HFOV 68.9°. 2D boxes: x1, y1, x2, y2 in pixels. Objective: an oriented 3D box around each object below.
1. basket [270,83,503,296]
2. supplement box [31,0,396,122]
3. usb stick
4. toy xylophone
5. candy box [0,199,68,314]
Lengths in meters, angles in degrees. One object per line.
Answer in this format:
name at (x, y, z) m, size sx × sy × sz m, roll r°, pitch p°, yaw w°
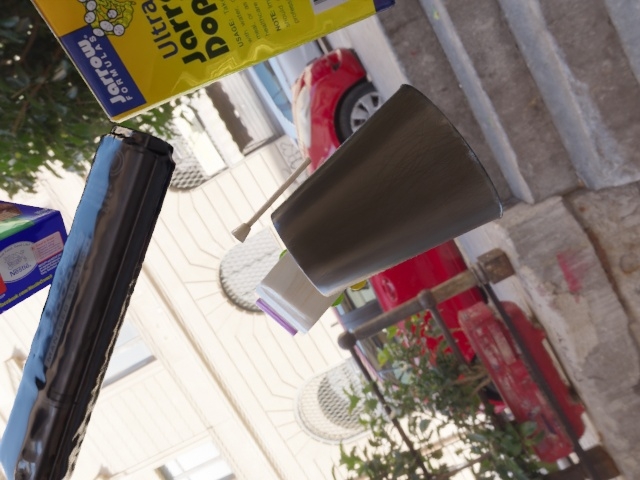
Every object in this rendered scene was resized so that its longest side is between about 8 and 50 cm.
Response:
basket at (0.066, -0.044, 0.576) m, size 0.204 × 0.227 × 0.154 m, roll 55°, pitch -176°, yaw 15°
supplement box at (-0.123, -0.320, 0.552) m, size 0.194 × 0.356 × 0.195 m, roll -105°, pitch -7°, yaw -54°
usb stick at (-0.178, 0.051, 0.352) m, size 0.077 × 0.278 × 0.045 m, roll 21°, pitch -177°, yaw 39°
toy xylophone at (0.000, 0.000, 0.806) m, size 0.236 × 0.322 × 0.081 m, roll 49°, pitch 180°, yaw 4°
candy box at (-0.604, 0.030, 0.713) m, size 0.268 × 0.317 × 0.122 m, roll -50°, pitch -36°, yaw -56°
